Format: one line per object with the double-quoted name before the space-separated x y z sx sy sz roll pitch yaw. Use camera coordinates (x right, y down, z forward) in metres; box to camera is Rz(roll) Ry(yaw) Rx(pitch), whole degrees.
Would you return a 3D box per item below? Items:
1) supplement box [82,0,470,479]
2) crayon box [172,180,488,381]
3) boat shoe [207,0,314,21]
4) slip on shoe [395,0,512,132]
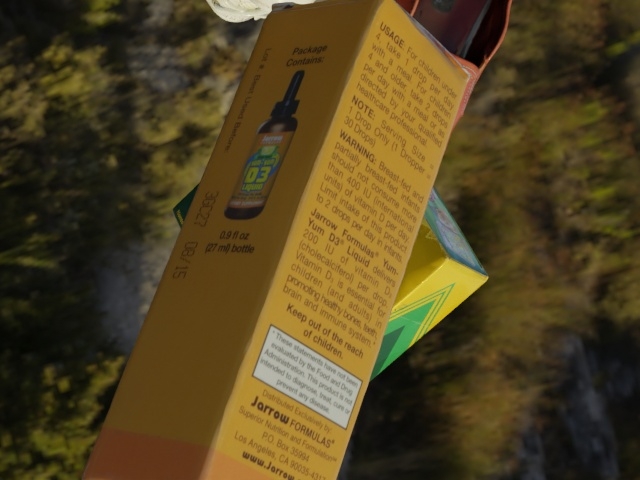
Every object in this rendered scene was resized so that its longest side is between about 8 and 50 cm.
"supplement box" -0.014 0.011 0.614 0.080 0.078 0.233 33 69 -40
"crayon box" 0.000 0.000 1.830 0.106 0.313 0.363 21 33 -47
"boat shoe" -0.064 -0.244 1.329 0.098 0.096 0.277 13 22 -20
"slip on shoe" 0.090 -0.151 1.272 0.123 0.331 0.101 24 5 -15
